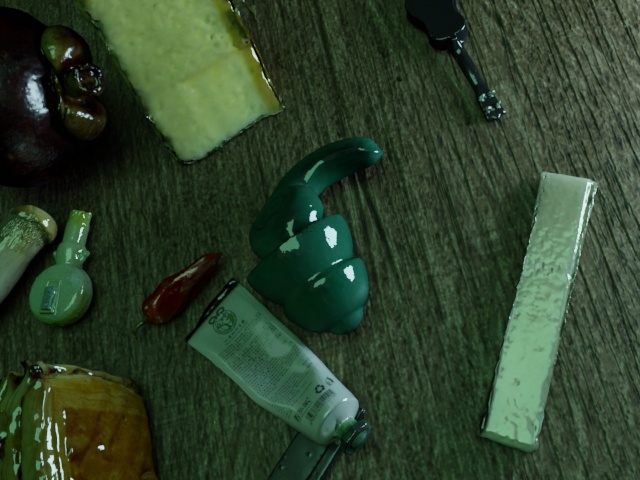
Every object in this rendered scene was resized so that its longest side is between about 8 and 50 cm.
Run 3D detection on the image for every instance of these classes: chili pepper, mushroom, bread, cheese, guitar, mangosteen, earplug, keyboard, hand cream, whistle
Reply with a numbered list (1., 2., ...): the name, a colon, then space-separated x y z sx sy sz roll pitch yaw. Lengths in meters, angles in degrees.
1. chili pepper: -0.224 0.080 1.222 0.191 0.059 0.050 -43 58 -2
2. mushroom: -0.561 0.087 1.286 0.351 0.095 0.122 -50 31 -7
3. bread: -0.213 -0.310 1.241 0.248 0.315 0.279 -31 76 3
4. cheese: 0.305 0.089 1.102 0.085 0.034 0.401 14 74 14
5. bread: -0.334 0.331 1.042 0.167 0.277 0.325 -20 70 11
6. guitar: 0.220 -0.302 1.266 0.083 0.038 0.271 -26 66 5
7. mangosteen: -0.485 -0.237 1.271 0.293 0.297 0.297 -44 65 14
8. earplug: 0.002 0.001 1.167 0.257 0.164 0.280 -19 74 -33
9. keyboard: -0.024 0.317 1.103 0.072 0.023 0.231 28 78 29
10. hand cream: -0.063 0.181 1.132 0.336 0.076 0.121 35 76 34
11. whistle: -0.410 0.042 1.281 0.104 0.057 0.199 0 70 20
